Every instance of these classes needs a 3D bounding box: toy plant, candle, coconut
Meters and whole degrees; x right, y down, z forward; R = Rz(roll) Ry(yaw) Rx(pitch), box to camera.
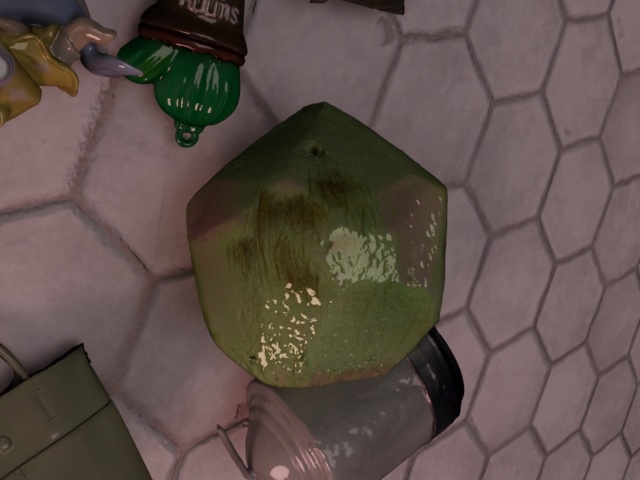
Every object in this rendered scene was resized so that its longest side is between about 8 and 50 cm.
[{"bbox_3d":[-0.148,-0.202,0.696,0.142,0.105,0.200,9,109,-30],"label":"toy plant"},{"bbox_3d":[0.027,0.242,0.886,0.342,0.221,0.221,-29,119,-26],"label":"candle"},{"bbox_3d":[0.000,0.000,0.748,0.328,0.281,0.329,0,95,6],"label":"coconut"}]

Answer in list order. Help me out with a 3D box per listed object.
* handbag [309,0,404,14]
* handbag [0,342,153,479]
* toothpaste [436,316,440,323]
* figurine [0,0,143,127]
[{"bbox_3d":[0.068,-0.423,0.802,0.182,0.117,0.271,-3,103,-47],"label":"handbag"},{"bbox_3d":[-0.327,0.243,0.681,0.241,0.109,0.315,-34,95,-31],"label":"handbag"},{"bbox_3d":[0.178,0.065,1.076,0.064,0.041,0.218,-17,109,-29],"label":"toothpaste"},{"bbox_3d":[-0.278,-0.181,0.580,0.208,0.128,0.184,12,97,-45],"label":"figurine"}]
